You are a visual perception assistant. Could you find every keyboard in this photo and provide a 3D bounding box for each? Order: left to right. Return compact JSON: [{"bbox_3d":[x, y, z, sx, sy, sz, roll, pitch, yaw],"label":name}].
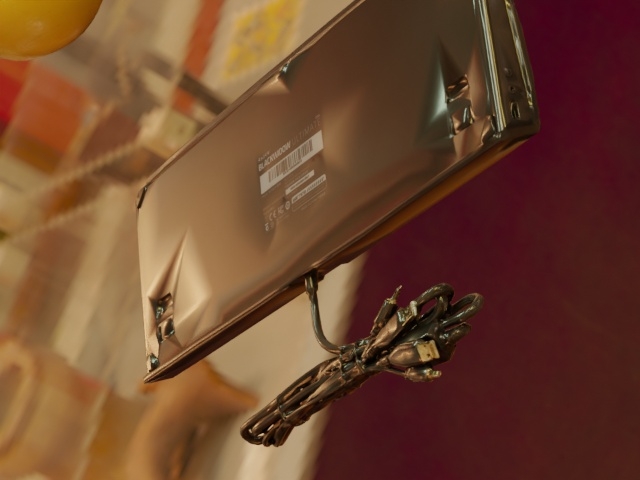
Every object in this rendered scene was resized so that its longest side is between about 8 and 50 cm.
[{"bbox_3d":[0.000,0.000,0.960,0.317,0.033,0.201,-35,53,49],"label":"keyboard"}]

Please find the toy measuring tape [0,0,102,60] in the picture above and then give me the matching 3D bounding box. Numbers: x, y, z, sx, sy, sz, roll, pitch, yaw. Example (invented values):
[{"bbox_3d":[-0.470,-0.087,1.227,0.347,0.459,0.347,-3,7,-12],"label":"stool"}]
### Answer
[{"bbox_3d":[-0.199,-0.066,0.550,0.330,0.121,0.121,-3,59,25],"label":"toy measuring tape"}]
